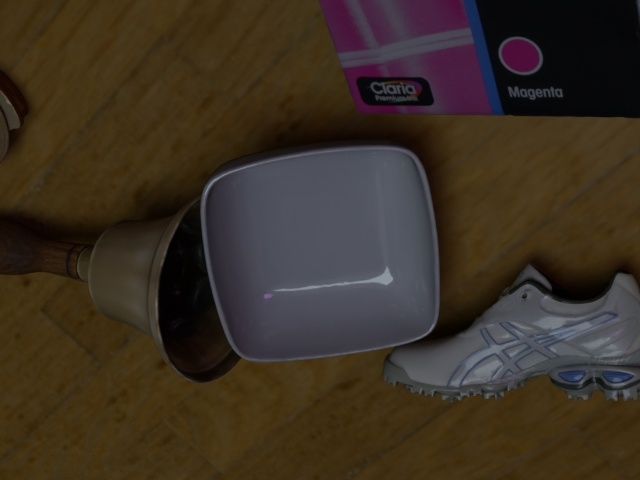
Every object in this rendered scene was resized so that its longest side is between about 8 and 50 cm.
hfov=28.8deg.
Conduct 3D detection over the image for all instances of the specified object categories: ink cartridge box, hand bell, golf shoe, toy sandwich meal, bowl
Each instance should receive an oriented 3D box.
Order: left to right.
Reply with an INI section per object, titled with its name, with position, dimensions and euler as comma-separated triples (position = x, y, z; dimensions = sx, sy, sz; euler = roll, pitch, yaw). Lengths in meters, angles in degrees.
[toy sandwich meal]
position = -0.241, -0.086, 0.851
dimensions = 0.085, 0.029, 0.086
euler = 12, 126, 17
[hand bell]
position = -0.169, 0.013, 0.851
dimensions = 0.242, 0.126, 0.126
euler = 9, 122, 29
[bowl]
position = 0.000, 0.000, 0.778
dimensions = 0.142, 0.053, 0.142
euler = -8, 118, 0
[ink cartridge box]
position = 0.054, -0.218, 0.578
dimensions = 0.175, 0.069, 0.371
euler = 4, 133, 29
[golf shoe]
position = 0.123, 0.056, 0.790
dimensions = 0.176, 0.069, 0.086
euler = -5, 97, 19
